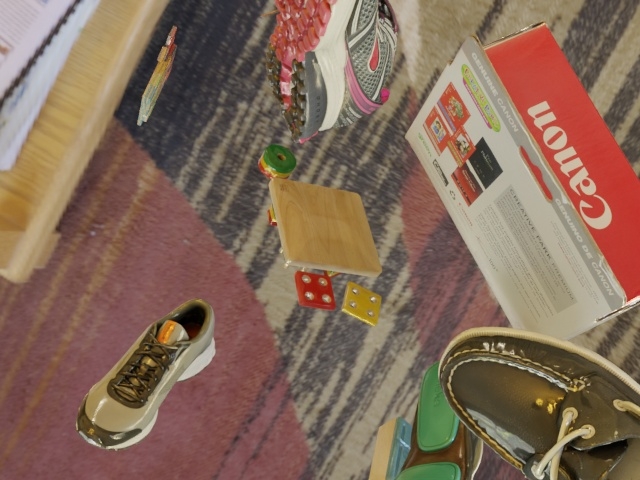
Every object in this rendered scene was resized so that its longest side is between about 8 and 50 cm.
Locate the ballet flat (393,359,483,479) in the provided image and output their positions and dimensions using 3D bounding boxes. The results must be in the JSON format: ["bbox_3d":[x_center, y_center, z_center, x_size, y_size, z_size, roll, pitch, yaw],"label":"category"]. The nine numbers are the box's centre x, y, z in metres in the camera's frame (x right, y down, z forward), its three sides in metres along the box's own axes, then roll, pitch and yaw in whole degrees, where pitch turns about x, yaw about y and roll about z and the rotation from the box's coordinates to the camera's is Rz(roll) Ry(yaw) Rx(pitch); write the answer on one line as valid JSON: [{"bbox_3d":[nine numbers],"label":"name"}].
[{"bbox_3d":[0.132,0.249,0.986,0.095,0.280,0.096,-16,122,37],"label":"ballet flat"}]

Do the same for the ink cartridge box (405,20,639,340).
[{"bbox_3d":[0.244,-0.058,1.007,0.130,0.272,0.309,-25,79,-14],"label":"ink cartridge box"}]

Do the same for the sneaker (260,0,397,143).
[{"bbox_3d":[0.019,-0.210,0.841,0.112,0.299,0.121,-19,68,-15],"label":"sneaker"}]

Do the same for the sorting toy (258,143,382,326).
[{"bbox_3d":[0.000,0.000,1.187,0.046,0.132,0.274,-54,39,40],"label":"sorting toy"}]

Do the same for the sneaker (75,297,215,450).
[{"bbox_3d":[-0.233,0.172,1.265,0.100,0.271,0.108,28,132,12],"label":"sneaker"}]

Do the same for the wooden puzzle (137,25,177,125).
[{"bbox_3d":[-0.111,-0.108,0.637,0.006,0.083,0.049,23,70,-8],"label":"wooden puzzle"}]

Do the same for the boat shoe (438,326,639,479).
[{"bbox_3d":[0.218,0.164,0.700,0.303,0.091,0.114,25,109,18],"label":"boat shoe"}]

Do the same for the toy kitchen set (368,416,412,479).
[{"bbox_3d":[0.199,0.321,1.266,0.166,0.122,0.207,-36,110,30],"label":"toy kitchen set"}]
